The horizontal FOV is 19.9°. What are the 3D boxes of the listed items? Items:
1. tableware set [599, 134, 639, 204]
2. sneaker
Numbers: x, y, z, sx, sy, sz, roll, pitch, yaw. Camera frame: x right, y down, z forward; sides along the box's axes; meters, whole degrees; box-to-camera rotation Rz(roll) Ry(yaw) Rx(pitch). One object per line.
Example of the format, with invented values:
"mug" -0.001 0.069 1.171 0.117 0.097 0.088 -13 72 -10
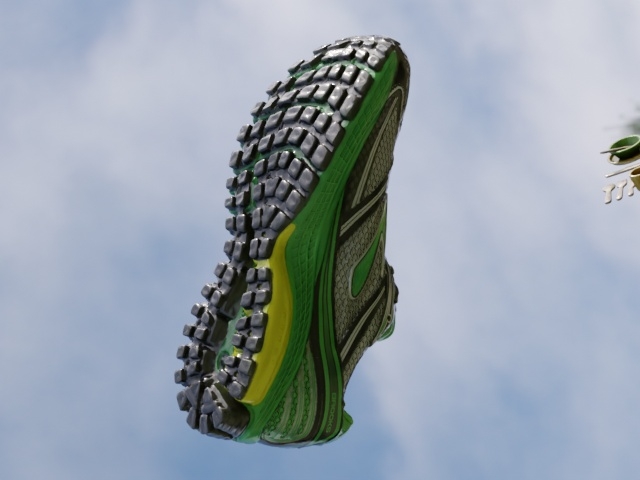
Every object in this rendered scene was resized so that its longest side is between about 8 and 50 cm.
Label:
"tableware set" 0.328 -0.089 1.814 0.024 0.104 0.154 64 -158 -19
"sneaker" 0.000 0.000 1.455 0.146 0.134 0.343 19 -91 -36
